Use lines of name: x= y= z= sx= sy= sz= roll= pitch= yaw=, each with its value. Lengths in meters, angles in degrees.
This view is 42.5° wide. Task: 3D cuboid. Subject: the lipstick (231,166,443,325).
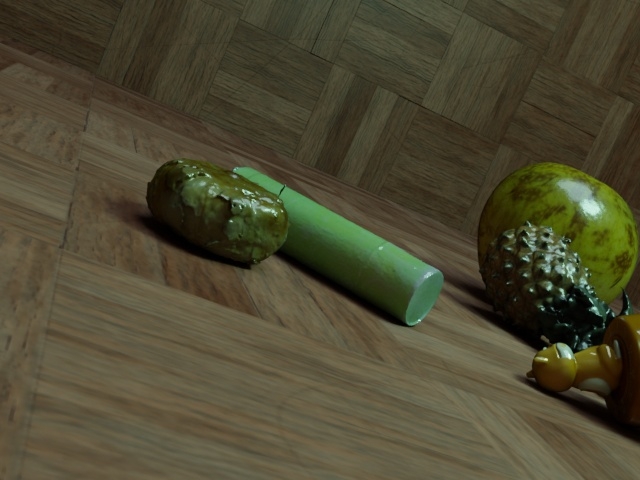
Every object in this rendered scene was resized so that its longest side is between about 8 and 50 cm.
lipstick: x=0.000 y=0.000 z=0.969 sx=0.304 sy=0.076 sz=0.076 roll=30 pitch=10 yaw=30

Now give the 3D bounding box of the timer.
timer: x=0.302 y=0.138 z=0.889 sx=0.152 sy=0.132 sz=0.132 roll=2 pitch=8 yaw=1

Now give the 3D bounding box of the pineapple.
pineapple: x=0.366 y=0.112 z=1.135 sx=0.166 sy=0.165 sz=0.364 roll=19 pitch=18 yaw=-33

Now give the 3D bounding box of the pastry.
pastry: x=-0.104 y=-0.032 z=0.844 sx=0.153 sy=0.081 sz=0.153 roll=22 pitch=18 yaw=-8

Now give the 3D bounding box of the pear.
pear: x=0.402 y=0.008 z=1.418 sx=0.281 sy=0.280 sz=0.281 roll=24 pitch=8 yaw=-4
